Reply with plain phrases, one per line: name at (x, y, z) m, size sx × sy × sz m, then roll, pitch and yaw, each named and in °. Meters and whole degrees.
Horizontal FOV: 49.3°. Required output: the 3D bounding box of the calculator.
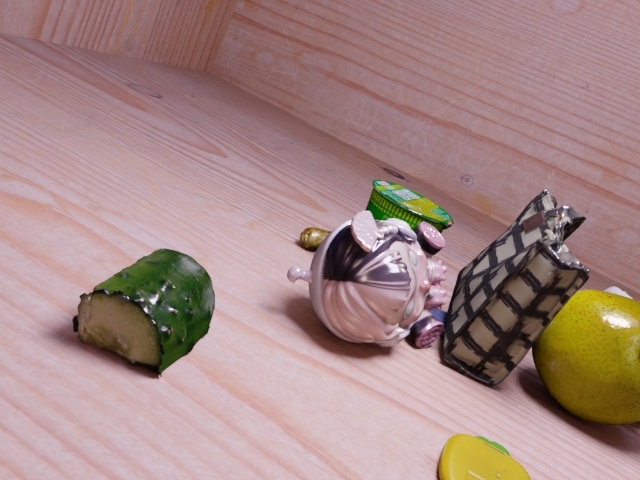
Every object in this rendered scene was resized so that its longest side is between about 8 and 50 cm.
calculator at (0.246, 0.348, 1.031) m, size 0.146 × 0.032 × 0.235 m, roll 28°, pitch 18°, yaw 10°

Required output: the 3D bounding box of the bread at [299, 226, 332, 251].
bread at (0.000, 0.000, 1.716) m, size 0.110 × 0.060 × 0.066 m, roll 16°, pitch 3°, yaw -30°

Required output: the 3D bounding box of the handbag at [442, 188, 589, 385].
handbag at (0.404, 0.086, 1.448) m, size 0.162 × 0.327 × 0.325 m, roll 32°, pitch 31°, yaw 0°

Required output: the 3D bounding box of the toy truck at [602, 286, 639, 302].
toy truck at (0.758, 0.256, 1.661) m, size 0.207 × 0.173 × 0.387 m, roll 57°, pitch 2°, yaw -23°

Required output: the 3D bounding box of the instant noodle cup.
instant noodle cup at (0.165, 0.008, 1.619) m, size 0.207 × 0.233 × 0.207 m, roll 23°, pitch 17°, yaw -7°

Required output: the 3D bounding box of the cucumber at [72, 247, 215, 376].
cucumber at (-0.227, 0.084, 1.063) m, size 0.145 × 0.105 × 0.325 m, roll 25°, pitch 14°, yaw 5°

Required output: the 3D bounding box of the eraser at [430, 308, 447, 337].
eraser at (0.291, 0.194, 1.570) m, size 0.225 × 0.036 × 0.082 m, roll 23°, pitch 15°, yaw -6°

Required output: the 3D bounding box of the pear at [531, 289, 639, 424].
pear at (0.578, 0.236, 1.433) m, size 0.294 × 0.294 × 0.294 m, roll 23°, pitch 16°, yaw -7°

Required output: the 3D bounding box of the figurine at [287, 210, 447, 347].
figurine at (0.116, 0.091, 1.355) m, size 0.211 × 0.253 × 0.361 m, roll -16°, pitch -12°, yaw 27°
